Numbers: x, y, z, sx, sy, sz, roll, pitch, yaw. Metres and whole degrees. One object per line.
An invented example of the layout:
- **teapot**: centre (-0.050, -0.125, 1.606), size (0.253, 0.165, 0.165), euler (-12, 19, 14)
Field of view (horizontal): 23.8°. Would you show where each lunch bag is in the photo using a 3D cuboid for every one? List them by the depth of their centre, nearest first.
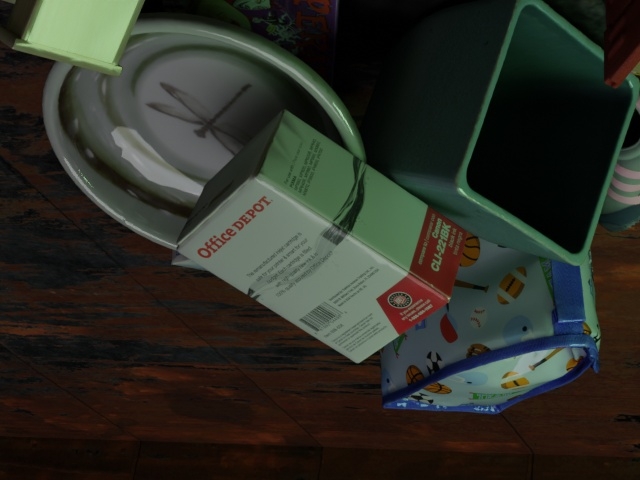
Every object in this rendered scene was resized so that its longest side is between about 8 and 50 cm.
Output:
- **lunch bag**: centre (0.246, 0.045, 2.082), size (0.239, 0.327, 0.385), euler (3, 159, -21)

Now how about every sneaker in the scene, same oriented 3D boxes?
- **sneaker**: centre (0.410, -0.116, 1.985), size (0.131, 0.112, 0.319), euler (28, 152, -3)

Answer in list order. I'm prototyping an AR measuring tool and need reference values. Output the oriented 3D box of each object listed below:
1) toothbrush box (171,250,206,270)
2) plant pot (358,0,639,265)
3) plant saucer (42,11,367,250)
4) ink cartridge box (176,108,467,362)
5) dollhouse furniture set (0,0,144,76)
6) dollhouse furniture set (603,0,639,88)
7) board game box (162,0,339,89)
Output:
- **toothbrush box**: centre (-0.032, -0.027, 2.086), size (0.216, 0.126, 0.296), euler (12, 165, -43)
- **plant pot**: centre (0.188, -0.135, 1.834), size (0.247, 0.247, 0.252), euler (28, 167, -39)
- **plant saucer**: centre (-0.131, -0.138, 1.829), size (0.401, 0.100, 0.400), euler (11, 140, 9)
- **ink cartridge box**: centre (0.000, 0.000, 1.769), size (0.273, 0.114, 0.197), euler (32, 139, -17)
- **dollhouse furniture set**: centre (-0.340, -0.334, 1.563), size (0.286, 0.198, 0.303), euler (11, -163, -47)
- **dollhouse furniture set**: centre (0.451, -0.280, 1.510), size (0.201, 0.152, 0.374), euler (13, 152, -12)
- **board game box**: centre (-0.083, -0.241, 1.824), size (0.208, 0.056, 0.346), euler (4, 146, 0)
